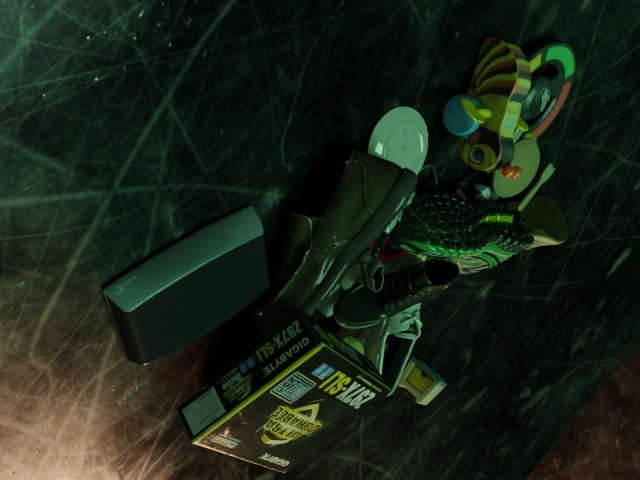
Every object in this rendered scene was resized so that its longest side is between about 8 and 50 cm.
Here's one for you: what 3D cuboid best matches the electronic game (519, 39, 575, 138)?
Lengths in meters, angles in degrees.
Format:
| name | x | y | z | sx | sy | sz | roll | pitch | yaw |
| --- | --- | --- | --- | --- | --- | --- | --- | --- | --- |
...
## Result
| name | x | y | z | sx | sy | sz | roll | pitch | yaw |
| --- | --- | --- | --- | --- | --- | --- | --- | --- | --- |
| electronic game | 0.401 | -0.270 | 1.607 | 0.229 | 0.048 | 0.229 | -30 | 141 | -28 |

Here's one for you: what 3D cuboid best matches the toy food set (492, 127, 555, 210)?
| name | x | y | z | sx | sy | sz | roll | pitch | yaw |
| --- | --- | --- | --- | --- | --- | --- | --- | --- | --- |
| toy food set | 0.372 | -0.144 | 1.628 | 0.132 | 0.038 | 0.192 | -51 | 139 | 0 |

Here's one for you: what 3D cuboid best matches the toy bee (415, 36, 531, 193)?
| name | x | y | z | sx | sy | sz | roll | pitch | yaw |
| --- | --- | --- | --- | --- | --- | --- | --- | --- | --- |
| toy bee | 0.298 | -0.185 | 1.470 | 0.195 | 0.162 | 0.298 | -24 | 139 | -36 |

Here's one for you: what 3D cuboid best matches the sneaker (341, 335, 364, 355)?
| name | x | y | z | sx | sy | sz | roll | pitch | yaw |
| --- | --- | --- | --- | --- | --- | --- | --- | --- | --- |
| sneaker | -0.023 | 0.258 | 1.617 | 0.126 | 0.091 | 0.240 | 20 | 122 | -23 |

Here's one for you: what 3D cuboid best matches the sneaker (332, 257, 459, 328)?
| name | x | y | z | sx | sy | sz | roll | pitch | yaw |
| --- | --- | --- | --- | --- | --- | --- | --- | --- | --- |
| sneaker | 0.130 | 0.084 | 1.489 | 0.222 | 0.083 | 0.118 | -21 | 169 | -15 |

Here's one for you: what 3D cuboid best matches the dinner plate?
| name | x | y | z | sx | sy | sz | roll | pitch | yaw |
| --- | --- | --- | --- | --- | --- | --- | --- | --- | --- |
| dinner plate | 0.133 | -0.149 | 1.404 | 0.141 | 0.017 | 0.141 | -15 | 114 | -38 |

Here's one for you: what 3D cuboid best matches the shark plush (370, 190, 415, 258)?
| name | x | y | z | sx | sy | sz | roll | pitch | yaw |
| --- | --- | --- | --- | --- | --- | --- | --- | --- | --- |
| shark plush | 0.117 | -0.033 | 1.438 | 0.073 | 0.161 | 0.067 | 10 | 144 | -9 |

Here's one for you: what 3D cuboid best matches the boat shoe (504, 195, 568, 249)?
| name | x | y | z | sx | sy | sz | roll | pitch | yaw |
| --- | --- | --- | --- | --- | --- | --- | --- | --- | --- |
| boat shoe | 0.438 | -0.030 | 1.851 | 0.098 | 0.109 | 0.302 | -24 | 167 | 40 |

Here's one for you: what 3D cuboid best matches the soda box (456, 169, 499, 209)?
| name | x | y | z | sx | sy | sz | roll | pitch | yaw |
| --- | --- | --- | --- | --- | --- | --- | --- | --- | --- |
| soda box | 0.344 | -0.123 | 1.678 | 0.169 | 0.053 | 0.060 | -36 | 144 | -21 |

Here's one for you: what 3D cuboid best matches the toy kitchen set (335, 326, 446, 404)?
| name | x | y | z | sx | sy | sz | roll | pitch | yaw |
| --- | --- | --- | --- | --- | --- | --- | --- | --- | --- |
| toy kitchen set | 0.156 | 0.223 | 1.693 | 0.122 | 0.166 | 0.207 | -53 | 147 | 5 |

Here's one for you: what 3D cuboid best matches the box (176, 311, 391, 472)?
| name | x | y | z | sx | sy | sz | roll | pitch | yaw |
| --- | --- | --- | --- | --- | --- | --- | --- | --- | --- |
| box | -0.048 | 0.266 | 1.427 | 0.257 | 0.079 | 0.322 | -39 | 147 | 5 |

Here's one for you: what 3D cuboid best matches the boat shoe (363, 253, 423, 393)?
| name | x | y | z | sx | sy | sz | roll | pitch | yaw |
| --- | --- | --- | --- | --- | --- | --- | --- | --- | --- |
| boat shoe | 0.145 | 0.159 | 1.584 | 0.096 | 0.088 | 0.268 | 22 | 92 | -35 |

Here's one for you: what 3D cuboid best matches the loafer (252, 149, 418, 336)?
| name | x | y | z | sx | sy | sz | roll | pitch | yaw |
| --- | --- | --- | --- | --- | --- | --- | --- | --- | --- |
| loafer | 0.000 | 0.000 | 1.366 | 0.366 | 0.130 | 0.134 | -50 | -179 | 16 |

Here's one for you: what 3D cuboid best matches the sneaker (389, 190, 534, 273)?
| name | x | y | z | sx | sy | sz | roll | pitch | yaw |
| --- | --- | --- | --- | --- | --- | --- | --- | --- | --- |
| sneaker | 0.250 | 0.009 | 1.573 | 0.343 | 0.134 | 0.146 | 7 | 137 | -42 |

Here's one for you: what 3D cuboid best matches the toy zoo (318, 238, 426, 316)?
| name | x | y | z | sx | sy | sz | roll | pitch | yaw |
| --- | --- | --- | --- | --- | --- | --- | --- | --- | --- |
| toy zoo | 0.099 | 0.036 | 1.569 | 0.293 | 0.030 | 0.192 | -13 | 131 | -42 |

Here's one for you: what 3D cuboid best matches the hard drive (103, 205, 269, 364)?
| name | x | y | z | sx | sy | sz | roll | pitch | yaw |
| --- | --- | --- | --- | --- | --- | --- | --- | --- | --- |
| hard drive | -0.184 | 0.072 | 1.253 | 0.254 | 0.054 | 0.172 | -32 | 142 | -26 |

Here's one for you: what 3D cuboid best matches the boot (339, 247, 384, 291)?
| name | x | y | z | sx | sy | sz | roll | pitch | yaw |
| --- | --- | --- | --- | --- | --- | --- | --- | --- | --- |
| boot | 0.071 | 0.060 | 1.453 | 0.042 | 0.087 | 0.118 | -26 | 138 | -29 |
